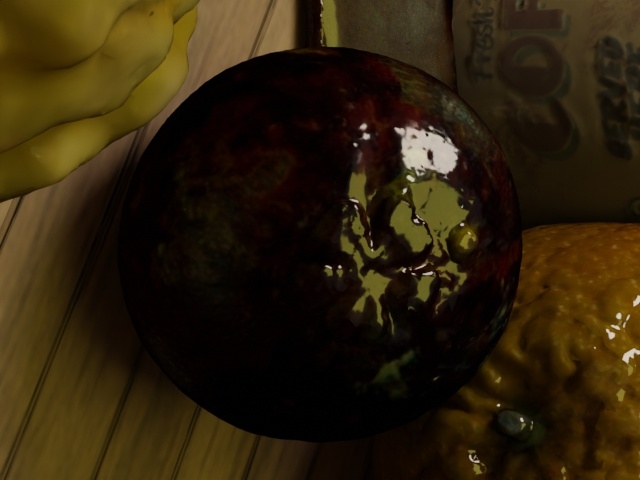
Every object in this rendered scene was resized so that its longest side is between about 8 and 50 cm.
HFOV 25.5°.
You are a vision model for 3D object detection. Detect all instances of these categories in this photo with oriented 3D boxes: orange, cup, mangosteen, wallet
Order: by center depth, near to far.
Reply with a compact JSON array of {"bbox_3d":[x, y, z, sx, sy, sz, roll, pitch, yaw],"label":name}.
[{"bbox_3d":[0.000,0.000,0.848,0.289,0.231,0.231,-107,-164,-86],"label":"mangosteen"},{"bbox_3d":[0.197,0.135,0.973,0.357,0.322,0.322,23,74,-58],"label":"orange"},{"bbox_3d":[0.043,-0.192,0.981,0.137,0.031,0.255,-1,90,-42],"label":"wallet"},{"bbox_3d":[0.251,-0.133,1.080,0.301,0.257,0.227,-60,135,-32],"label":"cup"}]

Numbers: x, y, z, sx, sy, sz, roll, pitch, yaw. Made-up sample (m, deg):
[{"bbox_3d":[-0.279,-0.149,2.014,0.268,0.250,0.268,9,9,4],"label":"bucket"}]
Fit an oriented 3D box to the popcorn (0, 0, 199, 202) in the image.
[{"bbox_3d":[-0.216,-0.150,0.485,0.382,0.349,0.348,-19,111,-9],"label":"popcorn"}]
